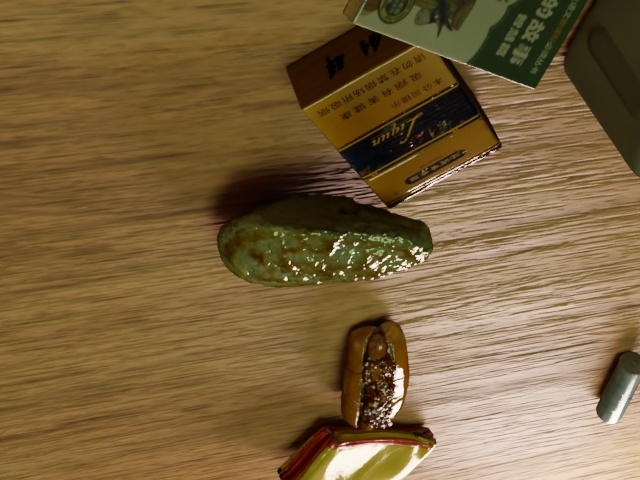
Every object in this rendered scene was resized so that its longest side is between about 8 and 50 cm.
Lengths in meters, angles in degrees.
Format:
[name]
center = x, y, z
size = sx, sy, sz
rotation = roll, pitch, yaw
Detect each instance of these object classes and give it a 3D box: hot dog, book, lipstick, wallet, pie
[hot dog]
center = 0.082, 0.205, 2.010
size = 0.102, 0.076, 0.249
rotation = -15, 145, -14
[book]
center = 0.169, -0.269, 1.374
size = 0.264, 0.027, 0.202
rotation = 14, 113, -40
[lipstick]
center = 0.494, 0.243, 2.306
size = 0.048, 0.048, 0.158
rotation = -11, 145, -14
[wallet]
center = 0.060, 0.339, 2.207
size = 0.241, 0.067, 0.141
rotation = 7, 133, -42
[pie]
center = 0.000, 0.000, 1.643
size = 0.248, 0.090, 0.201
rotation = 2, 162, -14

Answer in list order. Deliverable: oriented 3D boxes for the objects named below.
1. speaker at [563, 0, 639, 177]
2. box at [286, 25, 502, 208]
[speaker]
center = 0.427, -0.249, 1.451
size = 0.183, 0.184, 0.406
rotation = -3, 142, -26
[box]
center = 0.085, -0.143, 1.529
size = 0.152, 0.070, 0.237
rotation = -28, 143, 12
